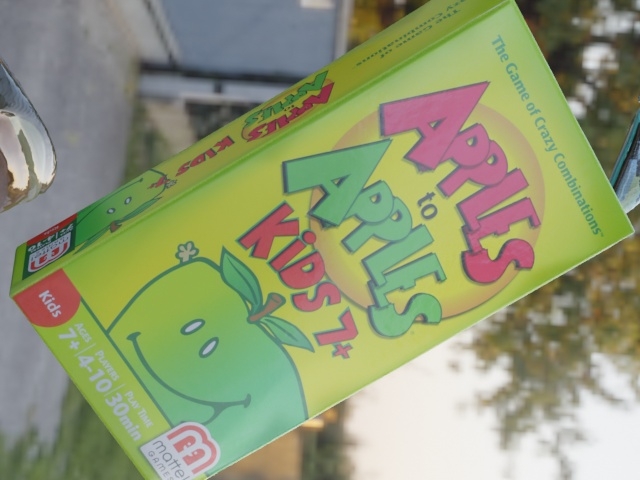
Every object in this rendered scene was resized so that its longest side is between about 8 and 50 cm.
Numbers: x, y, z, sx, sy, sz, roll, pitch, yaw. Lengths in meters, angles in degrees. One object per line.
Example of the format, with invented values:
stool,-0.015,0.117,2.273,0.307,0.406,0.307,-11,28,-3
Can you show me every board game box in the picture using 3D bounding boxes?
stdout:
board game box,0.000,0.000,0.496,0.092,0.181,0.043,58,5,-22

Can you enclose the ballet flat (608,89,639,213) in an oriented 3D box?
ballet flat,0.275,-0.096,1.190,0.070,0.070,0.188,98,11,-83

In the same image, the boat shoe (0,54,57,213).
boat shoe,-0.218,-0.033,0.725,0.123,0.120,0.324,52,-22,-5
